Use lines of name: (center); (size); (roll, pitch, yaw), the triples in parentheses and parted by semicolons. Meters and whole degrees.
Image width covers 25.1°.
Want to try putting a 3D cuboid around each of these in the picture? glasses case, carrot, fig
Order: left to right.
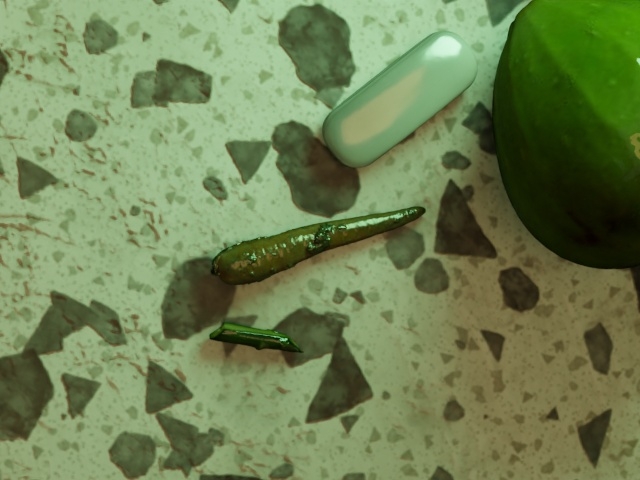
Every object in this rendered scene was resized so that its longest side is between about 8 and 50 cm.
carrot: (0.000, 0.000, 1.596); (0.254, 0.049, 0.049); (-17, 96, -12)
glasses case: (0.088, -0.157, 1.592); (0.193, 0.049, 0.074); (-39, 99, -4)
fig: (0.314, -0.129, 1.518); (0.316, 0.316, 0.316); (-1, 94, -9)

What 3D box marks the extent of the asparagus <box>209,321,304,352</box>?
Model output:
asparagus: (-0.069, 0.109, 1.599); (0.108, 0.025, 0.021); (11, 112, -12)
